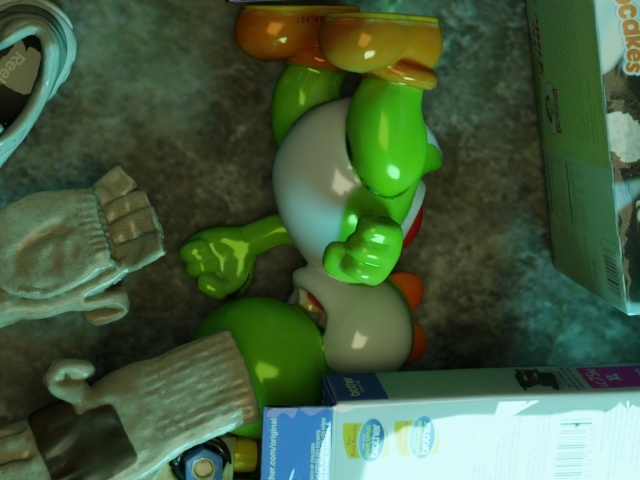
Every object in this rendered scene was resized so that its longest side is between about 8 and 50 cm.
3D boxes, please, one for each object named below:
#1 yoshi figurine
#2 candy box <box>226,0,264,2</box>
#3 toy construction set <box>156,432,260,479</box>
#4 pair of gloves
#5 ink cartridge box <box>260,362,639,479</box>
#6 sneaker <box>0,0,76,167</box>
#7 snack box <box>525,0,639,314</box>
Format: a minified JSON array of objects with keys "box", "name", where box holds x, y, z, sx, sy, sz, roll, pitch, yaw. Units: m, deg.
[{"box":[-0.016,0.004,1.195,0.203,0.203,0.362,3,102,7],"name":"yoshi figurine"},{"box":[-0.001,-0.301,1.195,0.159,0.071,0.233,-3,100,-7],"name":"candy box"},{"box":[-0.139,0.249,1.219,0.328,0.151,0.215,-1,100,-29],"name":"toy construction set"},{"box":[-0.178,0.079,1.154,0.204,0.042,0.240,-30,74,-5],"name":"pair of gloves"},{"box":[0.103,0.188,1.170,0.311,0.065,0.185,-2,110,-13],"name":"ink cartridge box"},{"box":[-0.276,-0.068,1.169,0.099,0.121,0.262,30,95,-12],"name":"sneaker"},{"box":[0.213,-0.119,1.197,0.060,0.187,0.321,-9,101,-7],"name":"snack box"}]
